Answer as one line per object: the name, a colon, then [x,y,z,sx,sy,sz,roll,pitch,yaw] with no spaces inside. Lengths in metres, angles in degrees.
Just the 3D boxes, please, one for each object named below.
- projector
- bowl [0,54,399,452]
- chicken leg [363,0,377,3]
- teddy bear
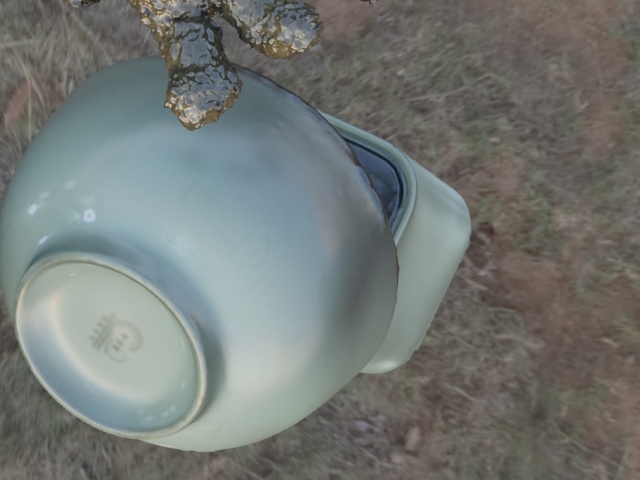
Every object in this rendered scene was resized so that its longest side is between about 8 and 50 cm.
projector: [0.000,0.000,1.374,0.248,0.249,0.248,26,91,22]
bowl: [-0.129,0.041,1.016,0.354,0.354,0.185,49,37,-8]
chicken leg: [0.052,-0.185,0.820,0.083,0.036,0.021,-35,138,-17]
teddy bear: [-0.075,-0.144,0.621,0.119,0.078,0.160,-36,100,0]
